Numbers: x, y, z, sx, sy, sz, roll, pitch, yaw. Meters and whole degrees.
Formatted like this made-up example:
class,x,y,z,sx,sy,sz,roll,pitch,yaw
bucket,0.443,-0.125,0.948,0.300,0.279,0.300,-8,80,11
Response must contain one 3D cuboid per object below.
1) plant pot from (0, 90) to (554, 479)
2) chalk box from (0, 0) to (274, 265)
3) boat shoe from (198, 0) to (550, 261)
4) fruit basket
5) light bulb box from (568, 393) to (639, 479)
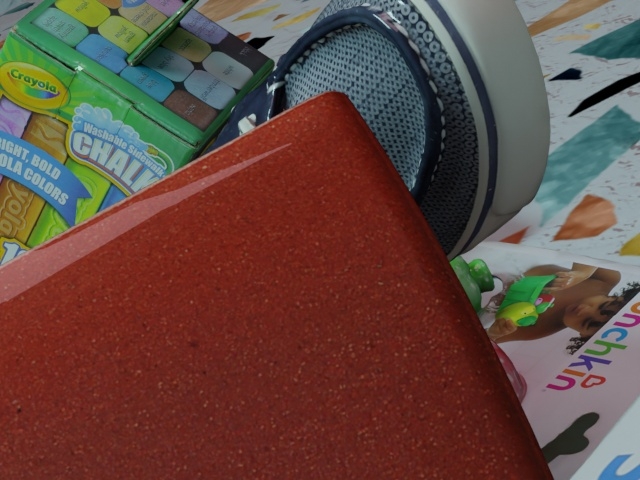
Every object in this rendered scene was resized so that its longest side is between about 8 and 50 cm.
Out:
class,x,y,z,sx,sy,sz,roll,pitch,yaw
plant pot,-0.034,0.155,0.672,0.267,0.267,0.235,-30,62,-20
chalk box,-0.170,-0.103,1.458,0.289,0.179,0.180,-59,-2,33
boat shoe,-0.015,-0.009,0.813,0.158,0.127,0.340,-30,-14,-19
fruit basket,0.020,0.071,1.025,0.353,0.165,0.327,5,33,47
light bulb box,0.251,0.146,0.474,0.361,0.225,0.358,-3,27,42
